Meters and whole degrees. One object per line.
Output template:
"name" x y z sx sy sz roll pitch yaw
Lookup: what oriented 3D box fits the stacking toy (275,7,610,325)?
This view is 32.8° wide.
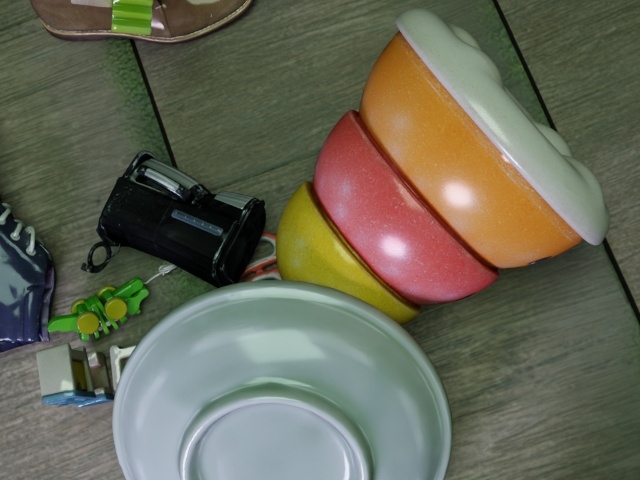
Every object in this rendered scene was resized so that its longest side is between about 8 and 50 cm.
"stacking toy" 0.067 -0.006 1.306 0.480 0.351 0.350 -41 79 14

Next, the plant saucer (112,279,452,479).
"plant saucer" -0.048 0.243 1.243 0.401 0.100 0.400 1 113 2

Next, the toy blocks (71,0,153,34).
"toy blocks" -0.248 -0.478 1.337 0.191 0.260 0.381 3 49 -14

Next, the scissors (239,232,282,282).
"scissors" 0.000 0.000 1.419 0.297 0.021 0.109 -30 77 -1

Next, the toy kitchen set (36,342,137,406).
"toy kitchen set" -0.216 0.174 1.335 0.207 0.166 0.122 -15 79 3

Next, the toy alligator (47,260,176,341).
"toy alligator" -0.261 0.086 1.417 0.190 0.056 0.051 -27 117 -13

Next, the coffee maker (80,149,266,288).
"coffee maker" -0.180 -0.004 1.384 0.178 0.120 0.171 24 97 19

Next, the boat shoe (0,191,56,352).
"boat shoe" -0.426 -0.014 1.422 0.158 0.127 0.340 0 88 -1

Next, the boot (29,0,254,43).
"boot" -0.239 -0.332 1.455 0.306 0.115 0.112 -6 76 2
